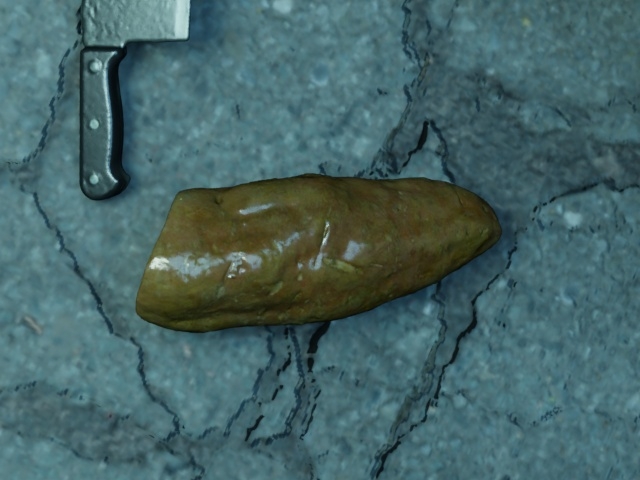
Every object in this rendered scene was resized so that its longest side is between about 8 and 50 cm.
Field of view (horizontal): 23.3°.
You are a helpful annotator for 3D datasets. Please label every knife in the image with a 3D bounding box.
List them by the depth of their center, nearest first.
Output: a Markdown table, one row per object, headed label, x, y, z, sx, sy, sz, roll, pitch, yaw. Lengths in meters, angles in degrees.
| label | x | y | z | sx | sy | sz | roll | pitch | yaw |
| --- | --- | --- | --- | --- | --- | --- | --- | --- | --- |
| knife | -0.112 | -0.145 | 0.926 | 0.072 | 0.019 | 0.245 | 4 | 97 | 14 |

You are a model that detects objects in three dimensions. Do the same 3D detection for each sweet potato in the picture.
| label | x | y | z | sx | sy | sz | roll | pitch | yaw |
| --- | --- | --- | --- | --- | --- | --- | --- | --- | --- |
| sweet potato | 0.000 | 0.000 | 0.953 | 0.251 | 0.097 | 0.097 | -10 | 90 | -23 |
